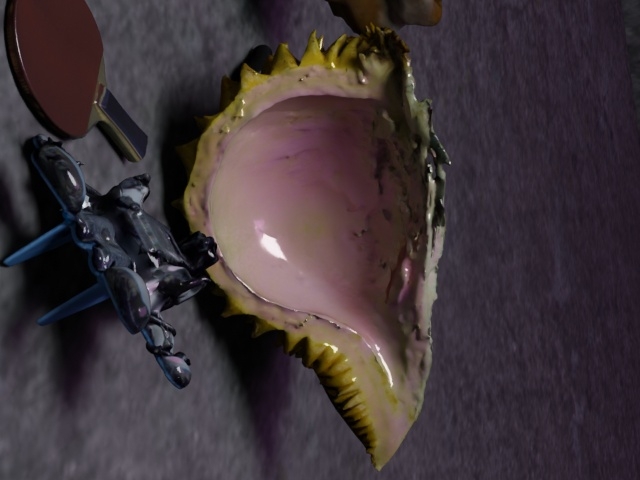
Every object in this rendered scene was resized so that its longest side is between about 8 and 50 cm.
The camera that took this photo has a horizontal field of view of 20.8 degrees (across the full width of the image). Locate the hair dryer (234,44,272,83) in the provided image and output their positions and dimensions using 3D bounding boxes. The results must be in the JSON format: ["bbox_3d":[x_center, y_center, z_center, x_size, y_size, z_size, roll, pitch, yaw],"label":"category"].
[{"bbox_3d":[-0.047,-0.099,1.312,0.079,0.031,0.083,-78,169,-60],"label":"hair dryer"}]

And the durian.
[{"bbox_3d":[-0.002,-0.014,1.235,0.196,0.185,0.305,-98,178,-67],"label":"durian"}]

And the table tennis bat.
[{"bbox_3d":[-0.145,-0.098,1.047,0.158,0.014,0.095,53,34,-51],"label":"table tennis bat"}]

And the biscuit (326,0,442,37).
[{"bbox_3d":[0.020,-0.343,1.350,0.366,0.115,0.268,-93,163,-50],"label":"biscuit"}]

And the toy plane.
[{"bbox_3d":[-0.102,0.014,1.036,0.169,0.078,0.246,59,13,13],"label":"toy plane"}]
